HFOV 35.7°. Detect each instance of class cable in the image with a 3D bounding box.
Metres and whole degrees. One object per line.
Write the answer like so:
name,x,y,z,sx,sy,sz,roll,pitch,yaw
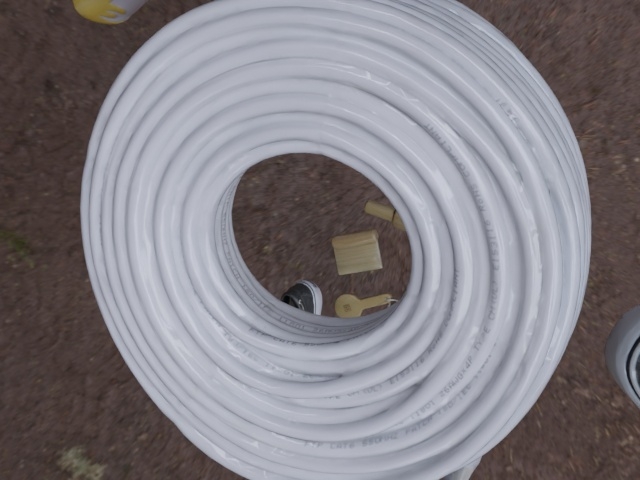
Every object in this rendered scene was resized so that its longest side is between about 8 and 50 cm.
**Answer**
cable,0.000,0.000,0.489,0.257,0.089,0.257,28,115,9

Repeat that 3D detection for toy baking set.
toy baking set,0.129,0.062,1.215,0.256,0.030,0.196,15,109,17

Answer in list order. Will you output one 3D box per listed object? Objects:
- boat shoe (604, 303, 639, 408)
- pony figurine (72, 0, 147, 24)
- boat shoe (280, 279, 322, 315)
boat shoe,0.392,0.157,0.833,0.335,0.119,0.121,29,104,-17
pony figurine,-0.025,-0.211,0.676,0.351,0.363,0.302,8,90,-8
boat shoe,-0.028,0.111,1.069,0.049,0.040,0.142,17,114,34
